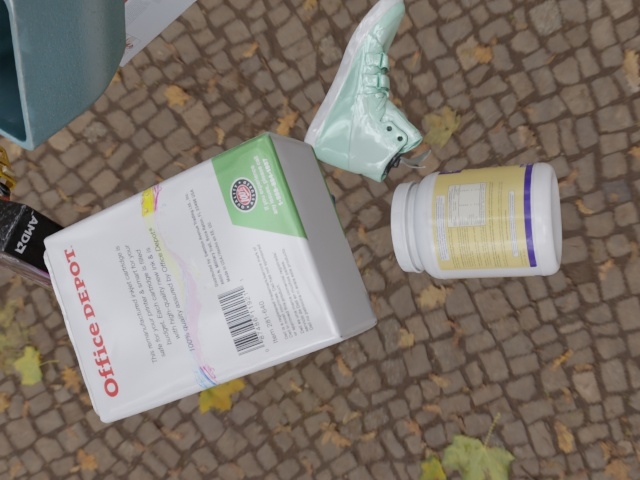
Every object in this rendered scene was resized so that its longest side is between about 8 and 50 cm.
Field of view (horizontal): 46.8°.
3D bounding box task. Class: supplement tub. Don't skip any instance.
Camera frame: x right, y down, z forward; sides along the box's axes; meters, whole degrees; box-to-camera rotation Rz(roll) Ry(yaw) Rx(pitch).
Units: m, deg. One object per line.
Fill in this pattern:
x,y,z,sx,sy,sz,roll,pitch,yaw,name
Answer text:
0.342,-0.038,1.610,0.331,0.241,0.241,-3,92,23,supplement tub

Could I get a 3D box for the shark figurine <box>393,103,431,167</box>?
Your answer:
0.122,-0.259,1.648,0.166,0.116,0.278,-25,85,17,shark figurine

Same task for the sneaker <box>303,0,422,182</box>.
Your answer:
0.096,-0.209,1.051,0.151,0.094,0.256,28,102,11,sneaker

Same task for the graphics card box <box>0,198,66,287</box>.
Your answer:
-0.500,0.036,1.382,0.233,0.371,0.094,12,71,32,graphics card box

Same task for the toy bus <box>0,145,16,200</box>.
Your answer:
-0.833,-0.156,1.886,0.104,0.191,0.202,-30,112,7,toy bus

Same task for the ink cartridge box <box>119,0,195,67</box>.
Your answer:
-0.418,-0.596,1.654,0.309,0.130,0.271,-32,61,27,ink cartridge box

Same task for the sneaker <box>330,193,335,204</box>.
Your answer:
0.000,0.000,1.577,0.069,0.082,0.209,10,78,-32,sneaker

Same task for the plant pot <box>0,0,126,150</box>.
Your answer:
-0.430,-0.332,1.101,0.248,0.252,0.247,29,136,18,plant pot

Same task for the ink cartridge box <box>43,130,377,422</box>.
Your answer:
-0.114,0.042,0.749,0.278,0.117,0.201,-22,83,20,ink cartridge box
